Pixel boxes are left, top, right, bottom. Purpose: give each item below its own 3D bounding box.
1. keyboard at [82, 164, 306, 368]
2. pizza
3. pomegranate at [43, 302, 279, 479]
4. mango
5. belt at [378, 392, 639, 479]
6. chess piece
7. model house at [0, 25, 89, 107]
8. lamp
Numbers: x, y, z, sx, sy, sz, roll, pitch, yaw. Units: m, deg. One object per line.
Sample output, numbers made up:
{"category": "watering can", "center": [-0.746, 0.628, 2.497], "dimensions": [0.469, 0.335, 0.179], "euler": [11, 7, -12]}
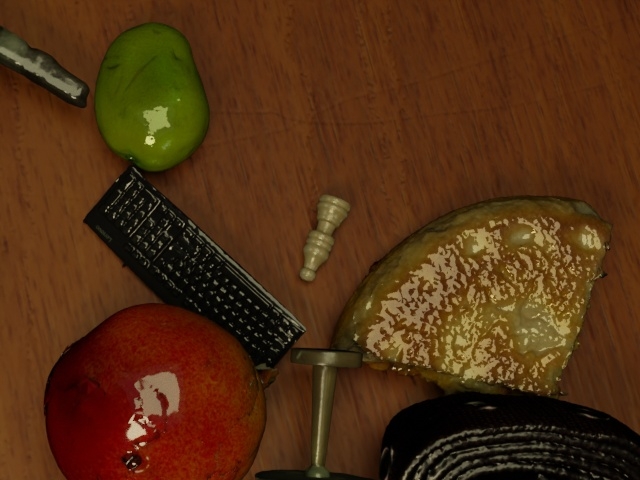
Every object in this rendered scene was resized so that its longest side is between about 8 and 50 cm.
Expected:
{"category": "keyboard", "center": [-0.131, 0.037, 1.449], "dimensions": [0.250, 0.017, 0.087], "euler": [43, 99, 3]}
{"category": "pizza", "center": [0.173, 0.076, 1.474], "dimensions": [0.335, 0.086, 0.226], "euler": [-27, 85, -15]}
{"category": "pomegranate", "center": [-0.147, 0.157, 1.334], "dimensions": [0.235, 0.210, 0.210], "euler": [-23, 78, -49]}
{"category": "mango", "center": [-0.180, -0.148, 1.479], "dimensions": [0.117, 0.089, 0.163], "euler": [-16, 65, -6]}
{"category": "belt", "center": [0.199, 0.245, 1.397], "dimensions": [0.289, 0.164, 0.184], "euler": [11, 98, -9]}
{"category": "chess piece", "center": [0.000, 0.000, 1.492], "dimensions": [0.035, 0.035, 0.092], "euler": [23, 75, -3]}
{"category": "model house", "center": [-0.383, -0.160, 1.394], "dimensions": [0.278, 0.205, 0.218], "euler": [33, 72, -8]}
{"category": "lamp", "center": [-0.003, 0.213, 1.379], "dimensions": [0.121, 0.121, 0.215], "euler": [5, 88, -9]}
